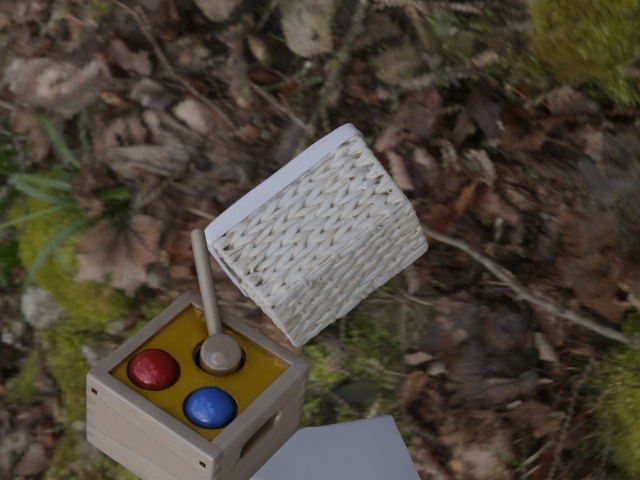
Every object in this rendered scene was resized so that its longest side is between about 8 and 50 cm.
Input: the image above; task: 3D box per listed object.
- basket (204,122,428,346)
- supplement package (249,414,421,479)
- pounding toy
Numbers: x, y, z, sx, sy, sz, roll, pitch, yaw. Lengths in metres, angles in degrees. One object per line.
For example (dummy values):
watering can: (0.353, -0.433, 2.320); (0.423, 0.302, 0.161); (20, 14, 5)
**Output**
basket: (0.000, 0.000, 1.228); (0.167, 0.113, 0.103); (-36, 60, -4)
supplement package: (-0.040, 0.311, 1.246); (0.262, 0.199, 0.198); (-48, 57, 41)
pounding toy: (-0.083, 0.090, 0.977); (0.130, 0.141, 0.100); (30, 137, 21)
